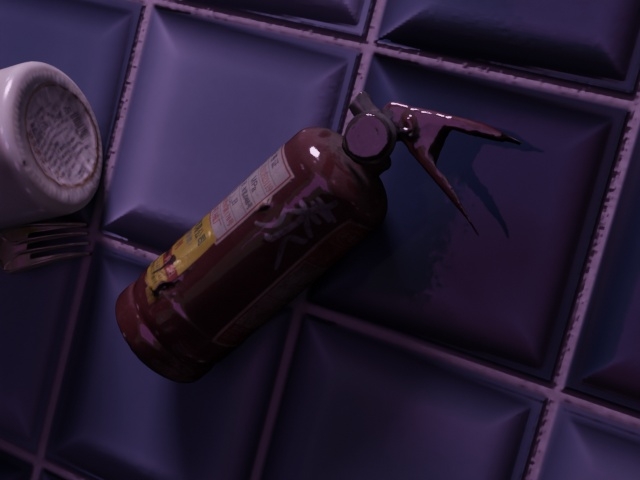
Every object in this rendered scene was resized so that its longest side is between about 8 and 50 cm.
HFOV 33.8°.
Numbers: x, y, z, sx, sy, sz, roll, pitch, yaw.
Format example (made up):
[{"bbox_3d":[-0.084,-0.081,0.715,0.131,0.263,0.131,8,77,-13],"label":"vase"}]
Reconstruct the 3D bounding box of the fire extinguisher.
[{"bbox_3d":[-0.001,-0.004,0.625,0.252,0.075,0.106,-40,101,18],"label":"fire extinguisher"}]

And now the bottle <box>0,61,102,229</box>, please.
[{"bbox_3d":[-0.277,-0.048,0.731,0.245,0.104,0.104,-11,84,24],"label":"bottle"}]

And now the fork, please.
[{"bbox_3d":[-0.264,0.017,0.764,0.220,0.028,0.034,-12,88,24],"label":"fork"}]
